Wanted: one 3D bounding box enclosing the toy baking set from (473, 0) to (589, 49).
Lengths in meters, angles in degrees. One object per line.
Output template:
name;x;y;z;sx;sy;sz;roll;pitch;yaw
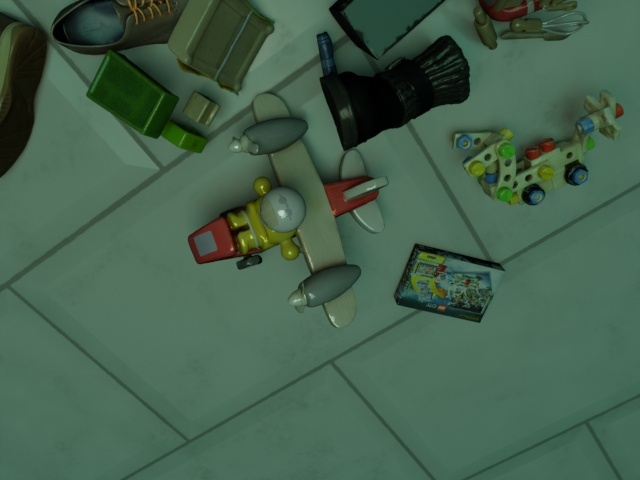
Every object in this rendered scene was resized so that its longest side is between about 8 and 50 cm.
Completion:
toy baking set;0.395;-0.407;0.928;0.197;0.256;0.030;-5;84;24

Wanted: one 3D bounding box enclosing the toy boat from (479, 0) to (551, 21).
toy boat;0.404;-0.486;0.886;0.231;0.151;0.151;-18;122;13

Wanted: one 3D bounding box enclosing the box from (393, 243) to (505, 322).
box;0.321;0.110;1.246;0.233;0.044;0.159;14;114;-10

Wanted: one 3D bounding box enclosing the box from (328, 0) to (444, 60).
box;0.120;-0.420;0.851;0.184;0.261;0.103;-41;111;15

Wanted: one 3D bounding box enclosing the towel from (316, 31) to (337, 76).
towel;0.016;-0.350;0.987;0.029;0.067;0.119;-10;116;3

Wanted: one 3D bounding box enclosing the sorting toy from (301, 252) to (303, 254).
sorting toy;0.000;0.000;1.179;0.075;0.045;0.083;-5;118;-23

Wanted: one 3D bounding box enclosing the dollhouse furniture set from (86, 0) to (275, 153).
dollhouse furniture set;-0.253;-0.341;0.933;0.151;0.197;0.301;37;102;17

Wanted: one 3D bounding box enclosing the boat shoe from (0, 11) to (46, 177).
boat shoe;-0.646;-0.272;0.964;0.123;0.123;0.342;28;112;-1

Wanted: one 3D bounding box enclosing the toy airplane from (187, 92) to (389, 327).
toy airplane;-0.040;-0.059;1.009;0.386;0.272;0.384;26;90;3

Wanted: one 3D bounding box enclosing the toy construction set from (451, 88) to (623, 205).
toy construction set;0.465;-0.190;1.061;0.328;0.151;0.215;-19;116;18

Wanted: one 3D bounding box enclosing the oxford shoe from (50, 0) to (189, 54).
oxford shoe;-0.304;-0.412;0.899;0.364;0.132;0.130;-18;115;5

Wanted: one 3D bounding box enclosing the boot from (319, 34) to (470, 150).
boot;0.144;-0.272;0.895;0.260;0.348;0.131;-21;99;12
